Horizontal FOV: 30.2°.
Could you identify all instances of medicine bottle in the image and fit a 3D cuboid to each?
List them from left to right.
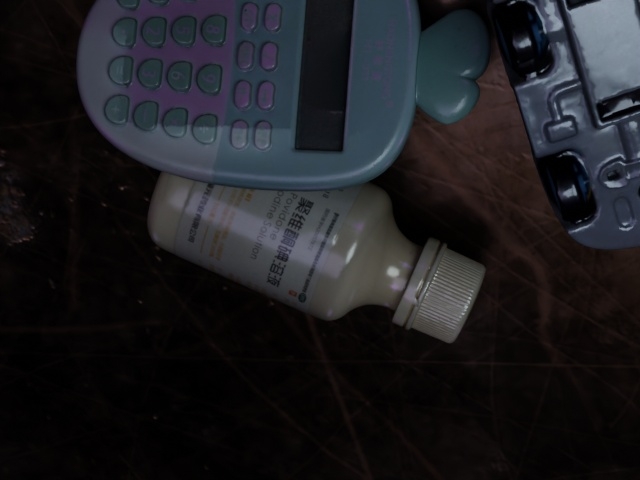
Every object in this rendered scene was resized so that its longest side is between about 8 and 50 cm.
[{"bbox_3d":[0.000,0.000,0.912,0.252,0.114,0.114,24,120,5],"label":"medicine bottle"}]

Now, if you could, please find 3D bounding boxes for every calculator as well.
[{"bbox_3d":[-0.029,-0.127,0.852,0.299,0.041,0.185,2,82,7],"label":"calculator"}]

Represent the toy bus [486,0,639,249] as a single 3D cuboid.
[{"bbox_3d":[0.187,-0.110,0.783,0.126,0.136,0.209,-19,109,7],"label":"toy bus"}]
